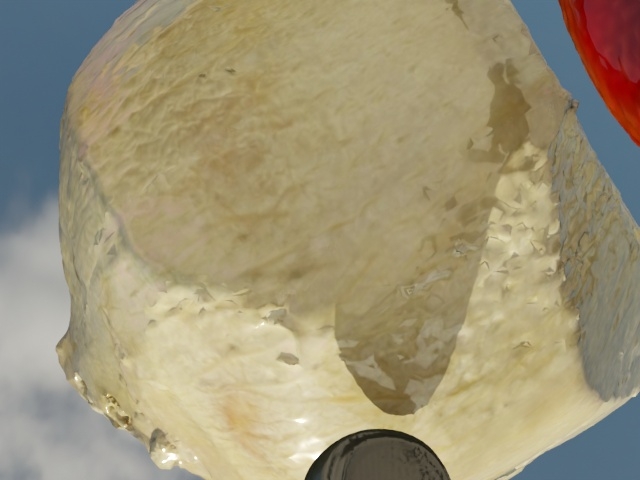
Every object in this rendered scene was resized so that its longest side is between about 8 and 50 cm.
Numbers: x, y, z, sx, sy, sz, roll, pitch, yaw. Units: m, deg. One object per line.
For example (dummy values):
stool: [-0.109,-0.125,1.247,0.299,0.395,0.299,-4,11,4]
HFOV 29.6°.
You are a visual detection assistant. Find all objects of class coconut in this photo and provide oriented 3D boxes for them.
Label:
coconut: [0.000,0.000,0.781,0.404,0.405,0.405,12,-129,-16]

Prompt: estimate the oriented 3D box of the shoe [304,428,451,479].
shoe: [0.059,0.195,0.548,0.108,0.093,0.241,3,-117,-33]

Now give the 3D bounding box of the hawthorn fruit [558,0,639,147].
hawthorn fruit: [0.211,-0.094,0.394,0.266,0.210,0.230,26,-114,-29]
